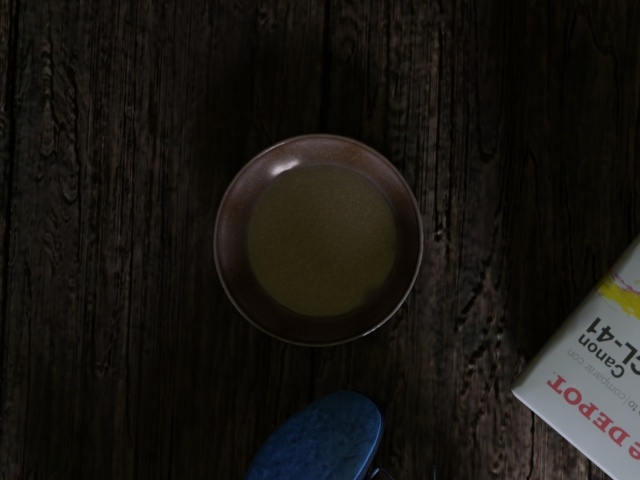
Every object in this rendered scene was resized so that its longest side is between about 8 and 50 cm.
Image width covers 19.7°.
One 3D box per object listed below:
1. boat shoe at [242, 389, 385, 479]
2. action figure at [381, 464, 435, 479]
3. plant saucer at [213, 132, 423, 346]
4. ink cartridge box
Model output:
[{"bbox_3d":[-0.033,0.241,1.686,0.109,0.089,0.258,44,97,21],"label":"boat shoe"},{"bbox_3d":[0.104,0.339,1.615,0.164,0.141,0.275,-3,89,-25],"label":"action figure"},{"bbox_3d":[0.000,0.000,1.717,0.199,0.036,0.198,-1,87,12],"label":"plant saucer"},{"bbox_3d":[0.347,0.084,1.594,0.226,0.131,0.306,41,93,11],"label":"ink cartridge box"}]
